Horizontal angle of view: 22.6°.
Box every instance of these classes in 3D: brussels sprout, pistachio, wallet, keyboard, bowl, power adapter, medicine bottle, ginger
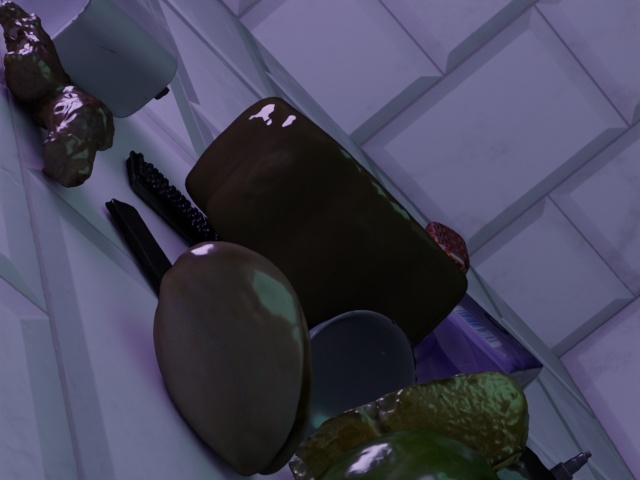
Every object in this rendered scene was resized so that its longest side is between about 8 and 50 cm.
[{"bbox_3d":[0.063,0.278,1.358,0.244,0.244,0.244,49,10,-12],"label":"brussels sprout"},{"bbox_3d":[-0.085,0.117,1.583,0.138,0.153,0.238,3,75,-64],"label":"pistachio"},{"bbox_3d":[-0.190,0.017,1.806,0.156,0.018,0.082,55,10,21],"label":"wallet"},{"bbox_3d":[-0.166,-0.023,2.050,0.230,0.025,0.093,46,14,-29],"label":"keyboard"},{"bbox_3d":[0.015,0.165,1.857,0.086,0.189,0.189,15,-24,52],"label":"bowl"},{"bbox_3d":[-0.288,-0.271,2.117,0.255,0.124,0.187,39,16,-48],"label":"power adapter"},{"bbox_3d":[0.298,0.355,2.239,0.057,0.199,0.057,51,9,-12],"label":"medicine bottle"},{"bbox_3d":[-0.299,-0.166,1.793,0.122,0.084,0.290,50,8,-48],"label":"ginger"}]

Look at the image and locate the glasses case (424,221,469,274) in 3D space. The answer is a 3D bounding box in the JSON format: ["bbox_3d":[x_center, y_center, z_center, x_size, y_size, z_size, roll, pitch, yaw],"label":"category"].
[{"bbox_3d":[0.180,0.018,2.379,0.073,0.049,0.194,32,12,-4],"label":"glasses case"}]

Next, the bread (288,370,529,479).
[{"bbox_3d":[0.100,0.227,1.709,0.124,0.257,0.186,63,-8,16],"label":"bread"}]

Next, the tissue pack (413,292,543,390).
[{"bbox_3d":[0.140,0.130,2.359,0.338,0.160,0.242,43,11,18],"label":"tissue pack"}]

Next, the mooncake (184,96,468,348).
[{"bbox_3d":[0.000,0.000,2.031,0.378,0.201,0.378,44,-1,1],"label":"mooncake"}]

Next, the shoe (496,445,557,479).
[{"bbox_3d":[0.277,0.388,2.111,0.237,0.171,0.384,59,20,21],"label":"shoe"}]
